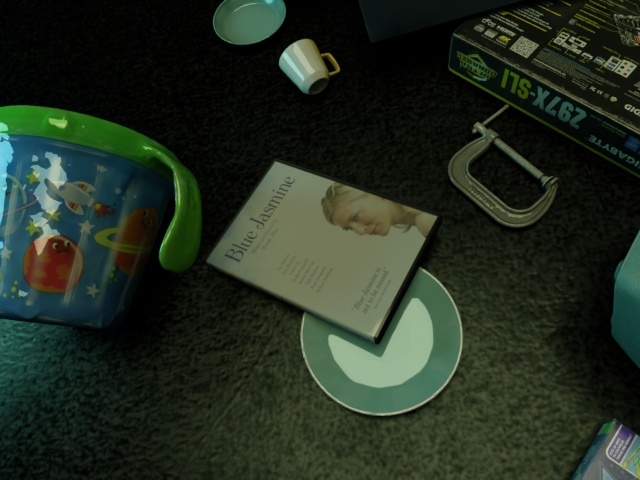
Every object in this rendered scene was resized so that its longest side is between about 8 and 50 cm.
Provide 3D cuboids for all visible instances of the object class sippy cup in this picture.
[{"bbox_3d":[-0.303,-0.009,0.657,0.240,0.306,0.223,16,75,-32],"label":"sippy cup"}]

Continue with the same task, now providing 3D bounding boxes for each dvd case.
[{"bbox_3d":[0.000,0.000,0.683,0.253,0.022,0.180,21,68,24],"label":"dvd case"}]

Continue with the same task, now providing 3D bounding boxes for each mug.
[{"bbox_3d":[-0.012,-0.254,0.800,0.078,0.062,0.064,-32,73,1],"label":"mug"}]

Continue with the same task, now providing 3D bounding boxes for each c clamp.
[{"bbox_3d":[0.244,-0.096,0.708,0.137,0.022,0.160,-33,65,-7],"label":"c clamp"}]

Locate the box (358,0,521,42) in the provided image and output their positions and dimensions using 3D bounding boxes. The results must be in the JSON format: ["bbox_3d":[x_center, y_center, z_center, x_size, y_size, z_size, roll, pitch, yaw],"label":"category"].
[{"bbox_3d":[0.203,-0.478,0.746,0.344,0.179,0.312,-12,54,13],"label":"box"}]

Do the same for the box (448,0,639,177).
[{"bbox_3d":[0.379,-0.261,0.732,0.322,0.079,0.257,38,74,22],"label":"box"}]

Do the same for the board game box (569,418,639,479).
[{"bbox_3d":[0.290,0.296,0.518,0.136,0.035,0.201,35,75,21],"label":"board game box"}]

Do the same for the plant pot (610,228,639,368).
[{"bbox_3d":[0.424,0.054,0.499,0.252,0.247,0.247,23,71,35],"label":"plant pot"}]

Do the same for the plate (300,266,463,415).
[{"bbox_3d":[0.071,0.110,0.642,0.188,0.024,0.188,-3,66,7],"label":"plate"}]

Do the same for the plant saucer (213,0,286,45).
[{"bbox_3d":[-0.113,-0.355,0.881,0.120,0.021,0.119,-3,65,7],"label":"plant saucer"}]
